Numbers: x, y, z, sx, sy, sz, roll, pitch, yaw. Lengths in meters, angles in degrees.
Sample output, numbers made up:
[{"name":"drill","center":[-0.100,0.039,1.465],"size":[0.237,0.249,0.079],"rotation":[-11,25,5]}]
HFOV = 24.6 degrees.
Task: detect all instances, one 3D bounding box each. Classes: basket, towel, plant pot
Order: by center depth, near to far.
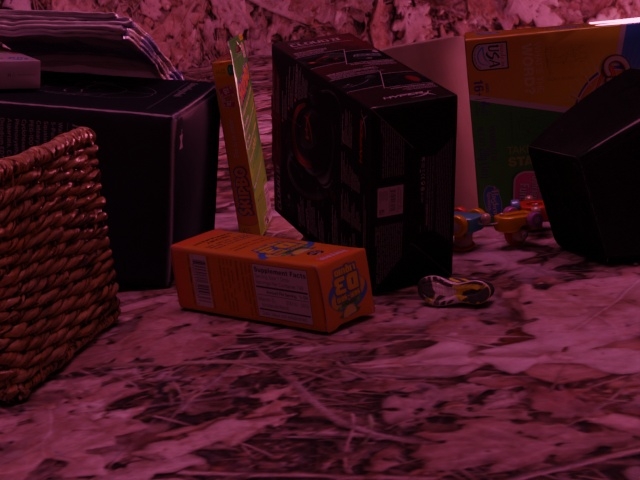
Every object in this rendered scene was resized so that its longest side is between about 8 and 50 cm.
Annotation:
[{"name":"basket","center":[-0.351,0.016,1.466],"size":[0.213,0.223,0.299],"rotation":[-3,14,14]},{"name":"plant pot","center":[0.346,-0.071,1.644],"size":[0.167,0.187,0.188],"rotation":[-23,17,-14]},{"name":"towel","center":[-0.307,-0.244,1.919],"size":[0.209,0.034,0.285],"rotation":[4,-9,10]}]

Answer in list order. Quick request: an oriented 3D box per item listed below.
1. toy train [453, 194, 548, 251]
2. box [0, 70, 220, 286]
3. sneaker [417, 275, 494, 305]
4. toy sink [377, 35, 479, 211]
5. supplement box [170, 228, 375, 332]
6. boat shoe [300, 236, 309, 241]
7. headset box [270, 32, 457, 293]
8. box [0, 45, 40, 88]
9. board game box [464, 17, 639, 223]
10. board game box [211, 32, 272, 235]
[{"name":"toy train","center":[0.209,-0.020,1.762],"size":[0.166,0.046,0.125],"rotation":[-4,11,-3]},{"name":"box","center":[-0.344,-0.092,1.840],"size":[0.395,0.212,0.293],"rotation":[5,14,6]},{"name":"sneaker","center":[0.140,0.053,1.512],"size":[0.083,0.031,0.035],"rotation":[6,3,29]},{"name":"toy sink","center":[0.107,-0.147,1.935],"size":[0.153,0.234,0.131],"rotation":[-14,15,-29]},{"name":"supplement box","center":[-0.054,0.040,1.544],"size":[0.233,0.080,0.078],"rotation":[9,22,43]},{"name":"boat shoe","center":[0.000,0.000,1.772],"size":[0.049,0.043,0.137],"rotation":[7,19,39]},{"name":"headset box","center":[0.037,-0.100,1.673],"size":[0.110,0.218,0.293],"rotation":[-11,26,-23]},{"name":"box","center":[-0.443,-0.215,1.792],"size":[0.145,0.038,0.186],"rotation":[-5,17,-30]},{"name":"board game box","center":[0.346,-0.152,1.828],"size":[0.316,0.242,0.064],"rotation":[-5,14,7]},{"name":"board game box","center":[-0.103,-0.139,1.940],"size":[0.039,0.259,0.124],"rotation":[-5,13,6]}]
